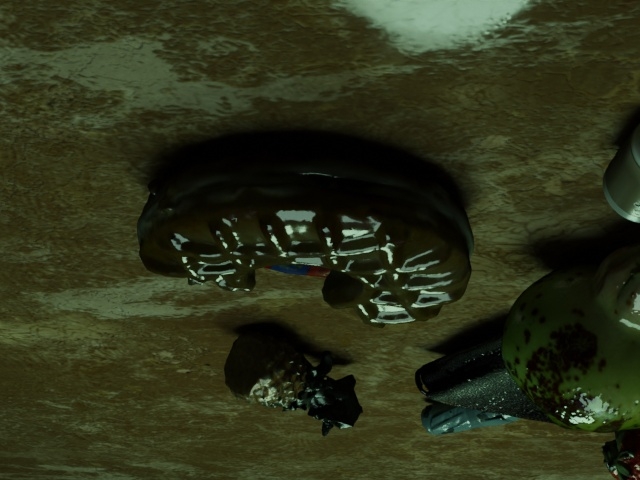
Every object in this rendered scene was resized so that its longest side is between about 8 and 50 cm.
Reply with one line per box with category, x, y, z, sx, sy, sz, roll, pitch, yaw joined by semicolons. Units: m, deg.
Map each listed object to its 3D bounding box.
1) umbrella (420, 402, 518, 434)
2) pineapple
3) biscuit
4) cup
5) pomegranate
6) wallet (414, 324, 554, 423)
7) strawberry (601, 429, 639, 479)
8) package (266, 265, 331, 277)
umbrella;0.265;0.264;2.079;0.250;0.053;0.052;-16;156;37
pineapple;-0.031;0.209;1.914;0.111;0.119;0.237;1;163;43
biscuit;-0.001;-0.008;1.398;0.366;0.115;0.268;12;156;-21
cup;0.328;-0.068;1.249;0.102;0.074;0.099;5;157;-3
pomegranate;0.337;0.109;1.498;0.222;0.204;0.276;-8;166;-25
wallet;0.298;0.199;1.870;0.262;0.071;0.221;16;149;-26
strawberry;0.539;0.357;2.174;0.148;0.131;0.131;21;153;-19
package;0.009;0.025;1.592;0.200;0.022;0.083;6;157;-10
